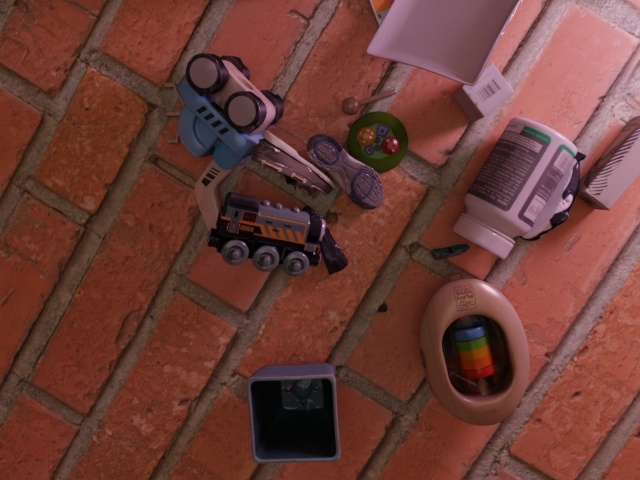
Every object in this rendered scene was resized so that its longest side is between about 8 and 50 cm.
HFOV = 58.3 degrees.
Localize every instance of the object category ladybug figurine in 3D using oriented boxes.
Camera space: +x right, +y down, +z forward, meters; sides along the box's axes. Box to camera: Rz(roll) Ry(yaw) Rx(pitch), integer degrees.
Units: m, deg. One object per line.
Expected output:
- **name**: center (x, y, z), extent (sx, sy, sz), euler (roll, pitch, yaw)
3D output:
- **ladybug figurine**: center (0.442, 0.310, 1.686), extent (0.305, 0.162, 0.449), euler (-10, 96, 6)

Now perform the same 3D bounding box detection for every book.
- **book**: center (0.192, -0.696, 1.667), extent (0.096, 0.035, 0.144), euler (-22, 94, 3)

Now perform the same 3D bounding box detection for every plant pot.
- **plant pot**: center (-0.067, 0.479, 1.695), extent (0.247, 0.252, 0.248), euler (-3, 95, 4)

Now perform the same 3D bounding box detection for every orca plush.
- **orca plush**: center (0.686, -0.119, 1.681), extent (0.151, 0.102, 0.287), euler (17, 86, 47)

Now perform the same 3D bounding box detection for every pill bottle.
- **pill bottle**: center (0.534, -0.142, 1.612), extent (0.204, 0.204, 0.361), euler (30, 97, 1)

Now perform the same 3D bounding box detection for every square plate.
- **square plate**: center (0.350, -0.607, 1.578), extent (0.347, 0.049, 0.344), euler (27, 86, 28)

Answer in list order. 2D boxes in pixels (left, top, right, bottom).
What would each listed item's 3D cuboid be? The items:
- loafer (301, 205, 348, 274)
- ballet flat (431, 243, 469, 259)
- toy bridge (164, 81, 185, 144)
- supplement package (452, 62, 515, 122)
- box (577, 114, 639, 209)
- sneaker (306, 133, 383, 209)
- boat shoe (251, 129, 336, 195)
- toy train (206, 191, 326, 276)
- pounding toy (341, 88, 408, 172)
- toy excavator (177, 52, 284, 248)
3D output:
- **loafer**: center (0.000, 0.000, 1.729), extent (0.078, 0.076, 0.223), euler (-32, 97, -1)
- **ballet flat**: center (0.392, 0.038, 1.729), extent (0.114, 0.041, 0.041), euler (-9, 95, 5)
- **toy bridge**: center (-0.438, -0.385, 1.746), extent (0.063, 0.026, 0.188), euler (-1, 96, 3)
- **supplement package**: center (0.450, -0.407, 1.602), extent (0.105, 0.179, 0.105), euler (-38, 92, 7)
- **box**: center (0.854, -0.220, 1.629), extent (0.094, 0.113, 0.275), euler (37, 96, 1)
- **sneaker**: center (0.075, -0.210, 1.690), extent (0.111, 0.129, 0.297), euler (-44, 110, 5)
- **boat shoe**: center (-0.072, -0.200, 1.635), extent (0.305, 0.109, 0.091), euler (31, 98, -45)
- **toy train**: center (-0.147, -0.018, 1.621), extent (0.333, 0.142, 0.190), euler (11, 108, -14)
- **pounding toy**: center (0.161, -0.315, 1.668), extent (0.182, 0.110, 0.237), euler (-12, 95, 5)
- **toy excavator**: center (-0.292, -0.256, 1.683), extent (0.433, 0.222, 0.445), euler (45, 111, -2)
